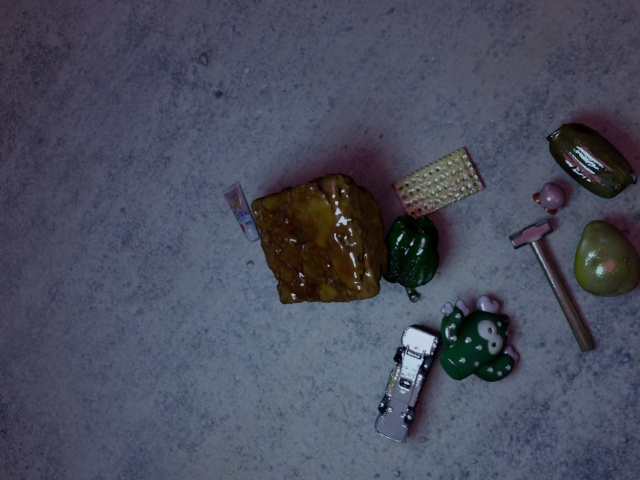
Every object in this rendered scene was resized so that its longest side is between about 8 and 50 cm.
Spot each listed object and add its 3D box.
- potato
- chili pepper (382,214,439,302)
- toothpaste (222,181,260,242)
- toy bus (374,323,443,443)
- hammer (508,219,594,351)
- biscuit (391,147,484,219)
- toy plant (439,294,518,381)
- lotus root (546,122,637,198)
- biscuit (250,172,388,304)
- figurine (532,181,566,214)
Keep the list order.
[{"bbox_3d":[0.733,0.045,1.490,0.157,0.157,0.194,-9,74,16],"label":"potato"},{"bbox_3d":[0.242,0.057,1.608,0.165,0.174,0.261,5,128,-5],"label":"chili pepper"},{"bbox_3d":[-0.245,-0.085,1.825,0.067,0.043,0.195,-32,76,17],"label":"toothpaste"},{"bbox_3d":[0.249,0.395,1.628,0.112,0.138,0.317,21,97,21],"label":"toy bus"},{"bbox_3d":[0.637,0.128,1.561,0.111,0.043,0.365,-26,84,14],"label":"hammer"},{"bbox_3d":[0.335,-0.154,1.664,0.231,0.016,0.139,-27,82,15],"label":"biscuit"},{"bbox_3d":[0.425,0.268,1.562,0.243,0.112,0.233,-6,85,-23],"label":"toy plant"},{"bbox_3d":[0.698,-0.208,1.502,0.241,0.123,0.124,48,119,15],"label":"lotus root"},{"bbox_3d":[0.000,0.000,1.599,0.395,0.166,0.343,-8,98,49],"label":"biscuit"},{"bbox_3d":[0.621,-0.114,1.553,0.083,0.067,0.071,39,121,-3],"label":"figurine"}]
